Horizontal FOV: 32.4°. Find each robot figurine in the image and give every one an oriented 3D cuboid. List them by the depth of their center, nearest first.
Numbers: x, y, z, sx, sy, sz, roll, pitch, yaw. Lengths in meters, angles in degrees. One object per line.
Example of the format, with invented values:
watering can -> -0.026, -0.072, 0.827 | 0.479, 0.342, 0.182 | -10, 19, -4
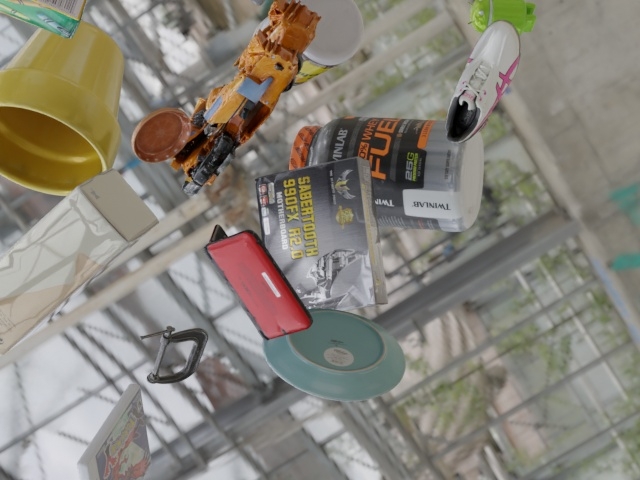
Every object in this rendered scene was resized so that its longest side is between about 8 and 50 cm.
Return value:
robot figurine -> -0.112, -0.190, 1.502 | 0.085, 0.291, 0.211 | 35, -142, -12
robot figurine -> 0.305, -0.381, 1.866 | 0.067, 0.115, 0.101 | 101, 172, -66

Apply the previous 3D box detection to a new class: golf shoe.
golf shoe -> 0.228, -0.218, 1.548 | 0.068, 0.186, 0.086 | 25, -151, 11

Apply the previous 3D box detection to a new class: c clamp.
c clamp -> -0.261, 0.199, 1.909 | 0.022, 0.137, 0.160 | 52, 142, 34

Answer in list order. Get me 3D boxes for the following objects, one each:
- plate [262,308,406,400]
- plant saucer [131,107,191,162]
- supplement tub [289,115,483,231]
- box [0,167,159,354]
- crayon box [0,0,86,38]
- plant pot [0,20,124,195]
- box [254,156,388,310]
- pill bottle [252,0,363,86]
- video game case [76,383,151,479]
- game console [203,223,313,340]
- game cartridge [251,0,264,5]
plate -> 0.019, 0.136, 1.412 | 0.188, 0.188, 0.024 | -112, 29, -54
plant saucer -> -0.205, -0.136, 1.411 | 0.013, 0.083, 0.083 | 49, -179, 33
supplement tub -> 0.126, -0.128, 2.079 | 0.207, 0.338, 0.207 | 4, -90, -71
box -> -0.424, 0.032, 1.781 | 0.121, 0.311, 0.148 | 50, -159, -4
crayon box -> -0.418, -0.393, 1.404 | 0.279, 0.165, 0.081 | 21, 163, -19
plant pot -> -0.450, -0.242, 1.900 | 0.254, 0.254, 0.239 | 51, -137, -43
box -> 0.000, 0.000, 1.717 | 0.056, 0.183, 0.230 | 8, -106, -64
pill bottle -> -0.030, -0.302, 1.673 | 0.117, 0.117, 0.215 | 57, 157, -10
video game case -> -0.334, 0.367, 1.809 | 0.201, 0.023, 0.183 | -63, -24, -54
game console -> -0.071, 0.041, 1.358 | 0.144, 0.124, 0.085 | 57, -138, -16
game cartridge -> -0.029, -0.433, 1.494 | 0.068, 0.230, 0.355 | 36, -169, -12
